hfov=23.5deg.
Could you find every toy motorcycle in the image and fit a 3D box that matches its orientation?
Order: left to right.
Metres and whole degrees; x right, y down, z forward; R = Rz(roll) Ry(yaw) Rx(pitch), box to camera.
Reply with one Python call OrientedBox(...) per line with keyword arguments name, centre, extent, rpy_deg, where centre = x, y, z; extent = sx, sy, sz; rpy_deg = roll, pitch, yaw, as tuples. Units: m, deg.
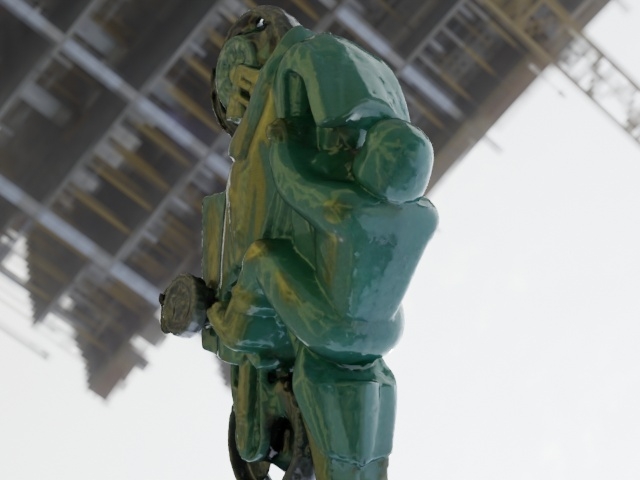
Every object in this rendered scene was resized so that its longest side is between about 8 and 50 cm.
OrientedBox(name="toy motorcycle", centre=(0.000, 0.002, 0.862), extent=(0.198, 0.109, 0.296), rpy_deg=(-10, -102, 56))
